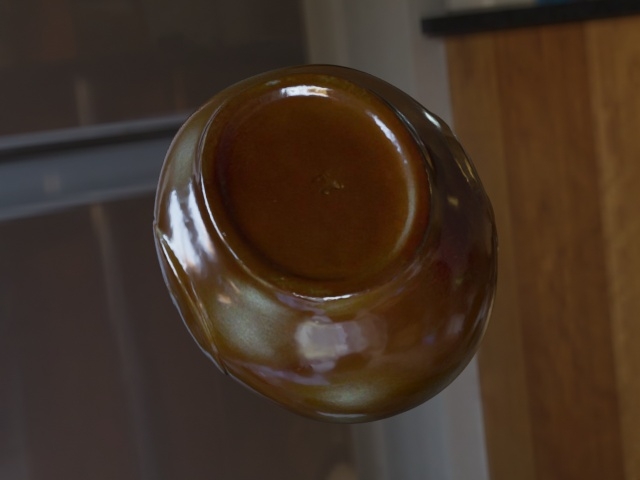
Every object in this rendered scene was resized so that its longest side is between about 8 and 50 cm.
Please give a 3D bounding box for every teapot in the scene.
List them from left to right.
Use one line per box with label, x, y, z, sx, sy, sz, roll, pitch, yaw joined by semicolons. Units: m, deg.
teapot;0.000;0.000;0.526;0.098;0.129;0.078;-23;-31;-9
